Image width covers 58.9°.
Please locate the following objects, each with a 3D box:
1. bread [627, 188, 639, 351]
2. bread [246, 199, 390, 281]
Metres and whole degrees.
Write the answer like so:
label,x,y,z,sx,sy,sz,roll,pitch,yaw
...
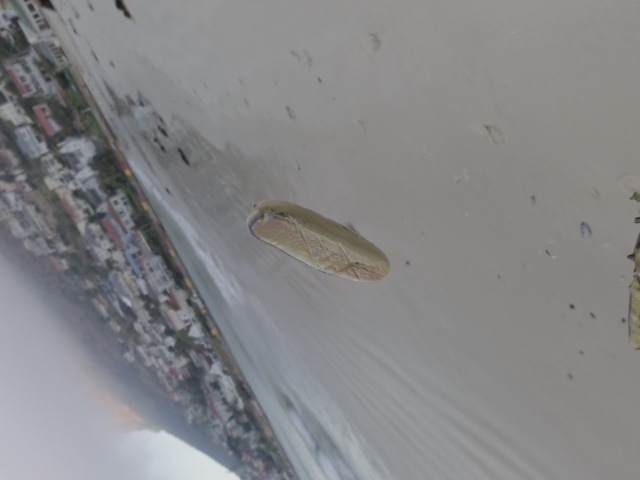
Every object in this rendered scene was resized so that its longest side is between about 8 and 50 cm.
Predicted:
label,x,y,z,sx,sy,sz,roll,pitch,yaw
bread,0.275,-0.045,0.343,0.147,0.260,0.160,11,122,27
bread,0.000,0.000,0.730,0.214,0.073,0.053,24,-142,-30
